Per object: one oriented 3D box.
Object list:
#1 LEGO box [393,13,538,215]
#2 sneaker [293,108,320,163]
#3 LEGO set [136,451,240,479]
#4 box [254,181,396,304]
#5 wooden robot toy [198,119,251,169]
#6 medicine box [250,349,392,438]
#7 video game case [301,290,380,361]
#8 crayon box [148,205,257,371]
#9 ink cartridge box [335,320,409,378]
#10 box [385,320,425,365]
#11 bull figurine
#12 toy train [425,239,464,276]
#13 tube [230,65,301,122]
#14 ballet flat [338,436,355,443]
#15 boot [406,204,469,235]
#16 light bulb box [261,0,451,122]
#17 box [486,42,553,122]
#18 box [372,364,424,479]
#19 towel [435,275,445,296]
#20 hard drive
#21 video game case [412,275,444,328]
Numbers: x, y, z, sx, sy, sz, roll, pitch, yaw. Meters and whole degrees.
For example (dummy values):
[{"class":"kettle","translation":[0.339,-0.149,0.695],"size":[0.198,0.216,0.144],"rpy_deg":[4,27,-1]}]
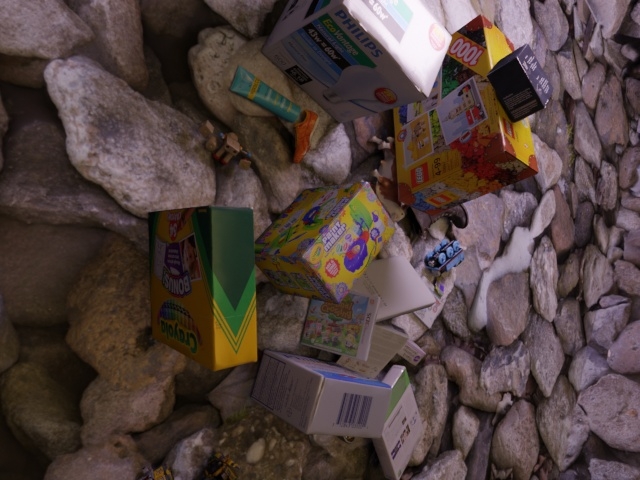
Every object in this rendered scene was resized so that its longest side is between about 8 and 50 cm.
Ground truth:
[{"class":"LEGO box","translation":[0.435,-0.383,1.464],"size":[0.193,0.373,0.499],"rpy_deg":[19,61,-36]},{"class":"sneaker","translation":[-0.057,-0.311,1.378],"size":[0.068,0.064,0.174],"rpy_deg":[20,73,-16]},{"class":"LEGO set","translation":[-0.298,0.607,1.065],"size":[0.255,0.331,0.192],"rpy_deg":[-30,108,-12]},{"class":"box","translation":[0.000,0.000,1.280],"size":[0.290,0.279,0.177],"rpy_deg":[-49,118,-25]},{"class":"wooden robot toy","translation":[-0.254,-0.262,1.229],"size":[0.173,0.076,0.078],"rpy_deg":[34,36,-33]},{"class":"medicine box","translation":[-0.001,0.425,1.281],"size":[0.264,0.289,0.148],"rpy_deg":[21,80,-36]},{"class":"video game case","translation":[0.060,0.244,1.385],"size":[0.023,0.213,0.193],"rpy_deg":[34,68,-65]},{"class":"crayon box","translation":[-0.276,0.087,1.016],"size":[0.106,0.363,0.312],"rpy_deg":[-1,91,-38]},{"class":"ink cartridge box","translation":[0.152,0.361,1.513],"size":[0.189,0.066,0.232],"rpy_deg":[26,113,-30]},{"class":"box","translation":[0.246,0.337,1.600],"size":[0.324,0.067,0.063],"rpy_deg":[39,94,-32]},{"class":"bull figurine","translation":[0.229,-0.212,1.555],"size":[0.189,0.101,0.310],"rpy_deg":[29,63,-35]},{"class":"toy train","translation":[0.487,0.069,1.785],"size":[0.184,0.080,0.105],"rpy_deg":[-34,117,-32]},{"class":"tube","translation":[-0.154,-0.409,1.303],"size":[0.207,0.052,0.080],"rpy_deg":[25,66,-29]},{"class":"ballet flat","translation":[0.106,0.556,1.494],"size":[0.072,0.068,0.212],"rpy_deg":[10,90,-31]},{"class":"boot","translation":[0.438,-0.094,1.750],"size":[0.229,0.091,0.262],"rpy_deg":[-44,112,-22]},{"class":"light bulb box","translation":[0.100,-0.552,1.293],"size":[0.358,0.361,0.225],"rpy_deg":[34,71,-33]},{"class":"box","translation":[0.556,-0.437,1.269],"size":[0.158,0.093,0.156],"rpy_deg":[54,46,-12]},{"class":"box","translation":[0.261,0.632,1.593],"size":[0.232,0.059,0.321],"rpy_deg":[-39,121,-43]},{"class":"towel","translation":[0.472,0.173,1.804],"size":[0.060,0.010,0.083],"rpy_deg":[46,48,-30]},{"class":"hard drive","translation":[0.215,0.157,1.523],"size":[0.319,0.040,0.210],"rpy_deg":[-8,54,-37]},{"class":"video game case","translation":[0.407,0.239,1.762],"size":[0.157,0.019,0.143],"rpy_deg":[45,66,-30]}]
